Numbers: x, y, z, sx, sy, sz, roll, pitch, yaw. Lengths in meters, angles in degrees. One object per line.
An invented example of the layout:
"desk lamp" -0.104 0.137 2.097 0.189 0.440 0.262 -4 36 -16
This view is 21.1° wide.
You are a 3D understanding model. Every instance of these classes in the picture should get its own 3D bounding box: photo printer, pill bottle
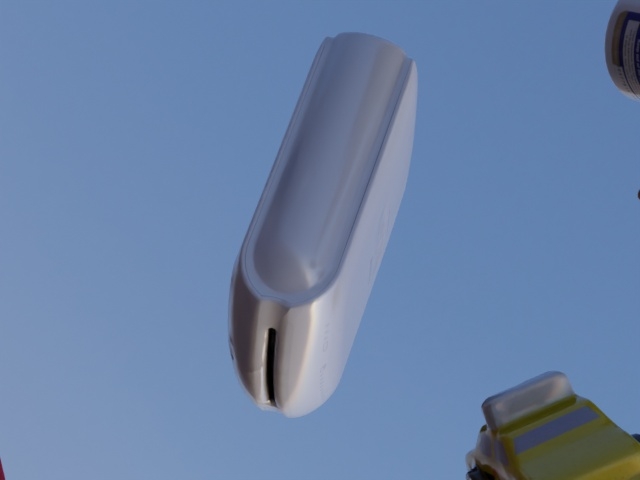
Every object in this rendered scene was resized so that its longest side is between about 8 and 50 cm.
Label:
"photo printer" 0.000 0.000 1.580 0.107 0.307 0.256 16 -29 8
"pill bottle" 0.334 -0.153 1.398 0.186 0.112 0.112 22 -41 51

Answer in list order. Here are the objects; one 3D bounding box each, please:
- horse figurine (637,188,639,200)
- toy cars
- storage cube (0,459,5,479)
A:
"horse figurine" 0.477 -0.107 2.010 0.066 0.174 0.263 -126 -136 -54
"toy cars" 0.108 0.166 1.094 0.176 0.393 0.087 -19 -84 30
"storage cube" -0.350 0.181 1.195 0.183 0.193 0.215 -37 -117 41
